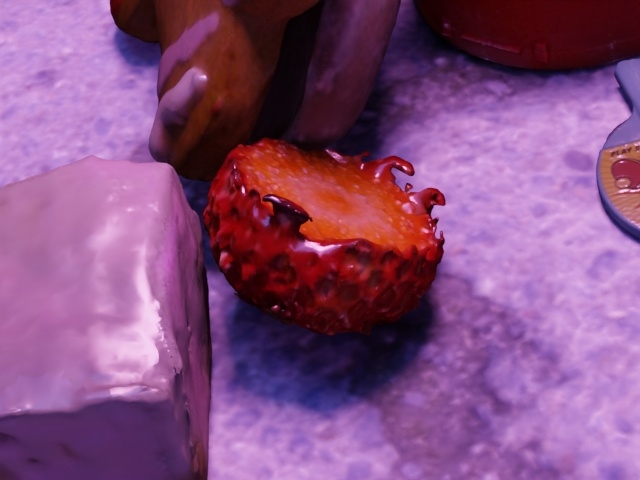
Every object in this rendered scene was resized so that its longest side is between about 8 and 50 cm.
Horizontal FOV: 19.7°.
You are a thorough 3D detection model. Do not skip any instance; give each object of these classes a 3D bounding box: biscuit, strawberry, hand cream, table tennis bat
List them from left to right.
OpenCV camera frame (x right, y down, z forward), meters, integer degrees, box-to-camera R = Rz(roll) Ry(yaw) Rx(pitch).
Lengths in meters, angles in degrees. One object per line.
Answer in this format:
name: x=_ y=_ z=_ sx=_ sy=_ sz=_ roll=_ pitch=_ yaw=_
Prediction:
biscuit: x=-0.082 y=-0.237 z=1.191 sx=0.064 sy=0.283 sz=0.432 roll=13 pitch=37 yaw=-24
strawberry: x=0.000 y=0.000 z=1.059 sx=0.145 sy=0.086 sz=0.145 roll=13 pitch=20 yaw=-5
hand cream: x=0.157 y=-0.236 z=1.217 sx=0.230 sy=0.149 sz=0.230 roll=-8 pitch=48 yaw=9
table tennis bat: x=0.213 y=-0.054 z=1.122 sx=0.100 sy=0.019 sz=0.155 roll=-15 pitch=48 yaw=0

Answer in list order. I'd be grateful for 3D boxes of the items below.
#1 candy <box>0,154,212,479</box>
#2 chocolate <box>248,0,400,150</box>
candy: x=-0.154 y=0.066 z=1.016 sx=0.185 sy=0.137 sz=0.195 roll=-7 pitch=49 yaw=7
chocolate: x=0.010 y=-0.175 z=1.152 sx=0.083 sy=0.261 sz=0.161 roll=8 pitch=10 yaw=-26
